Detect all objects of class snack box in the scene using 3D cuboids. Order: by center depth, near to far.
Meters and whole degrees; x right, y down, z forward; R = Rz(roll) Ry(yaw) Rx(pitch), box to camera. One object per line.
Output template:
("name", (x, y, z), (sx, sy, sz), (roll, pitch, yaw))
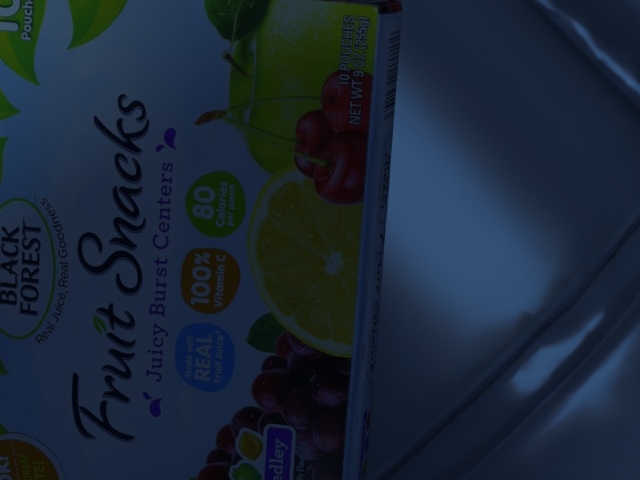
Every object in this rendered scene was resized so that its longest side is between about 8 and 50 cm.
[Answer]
("snack box", (-0.036, 0.007, 0.413), (0.100, 0.037, 0.141), (6, 101, 12))

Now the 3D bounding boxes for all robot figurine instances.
("robot figurine", (0.000, 0.000, 0.528), (0.300, 0.200, 0.353), (-44, 90, -3))
